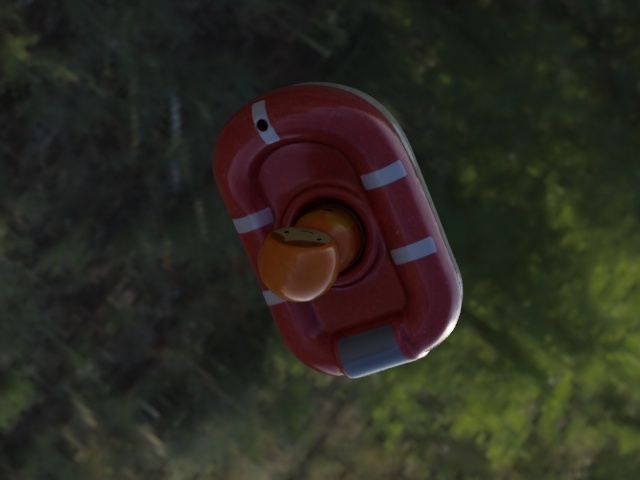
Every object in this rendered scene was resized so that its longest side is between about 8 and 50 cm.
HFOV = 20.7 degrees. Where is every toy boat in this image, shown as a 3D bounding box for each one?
[{"bbox_3d":[0.000,0.000,1.290,0.151,0.231,0.151,-20,-173,24],"label":"toy boat"}]
